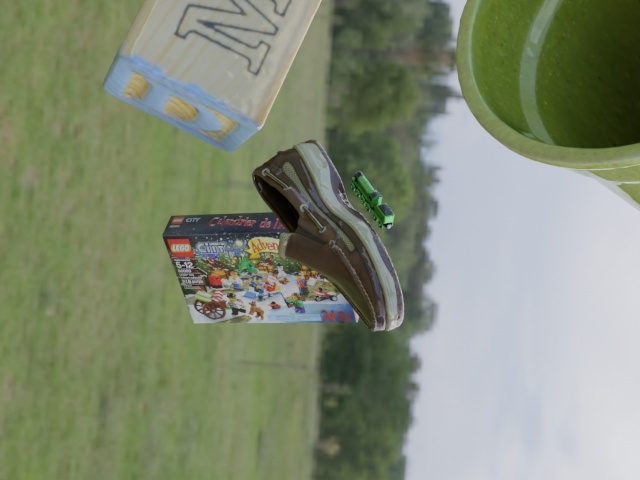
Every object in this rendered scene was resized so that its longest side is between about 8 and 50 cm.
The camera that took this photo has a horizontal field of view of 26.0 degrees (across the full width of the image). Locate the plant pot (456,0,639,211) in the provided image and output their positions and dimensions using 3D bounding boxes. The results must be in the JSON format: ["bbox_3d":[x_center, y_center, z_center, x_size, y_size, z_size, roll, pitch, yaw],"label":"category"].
[{"bbox_3d":[0.271,-0.102,0.898,0.254,0.276,0.276,39,43,-40],"label":"plant pot"}]

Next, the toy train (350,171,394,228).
[{"bbox_3d":[0.055,-0.044,1.486,0.083,0.017,0.023,56,-30,40],"label":"toy train"}]

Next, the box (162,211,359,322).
[{"bbox_3d":[-0.074,0.037,1.813,0.044,0.233,0.159,-72,154,-47],"label":"box"}]

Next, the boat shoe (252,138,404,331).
[{"bbox_3d":[0.000,0.005,1.492,0.095,0.095,0.257,88,-22,-49],"label":"boat shoe"}]

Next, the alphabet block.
[{"bbox_3d":[-0.136,-0.247,1.712,0.197,0.193,0.192,-66,-168,-11],"label":"alphabet block"}]
